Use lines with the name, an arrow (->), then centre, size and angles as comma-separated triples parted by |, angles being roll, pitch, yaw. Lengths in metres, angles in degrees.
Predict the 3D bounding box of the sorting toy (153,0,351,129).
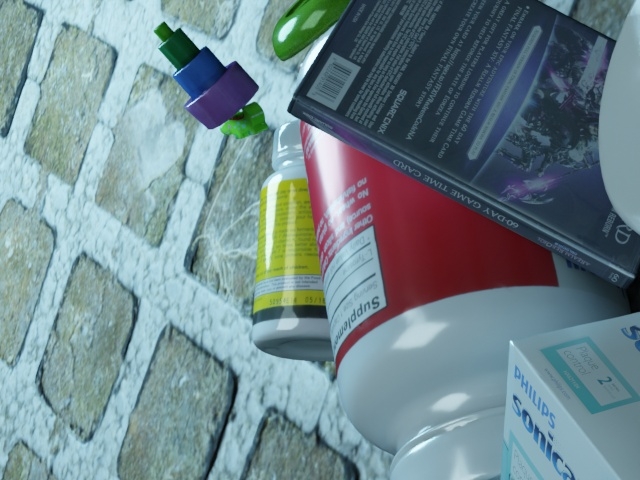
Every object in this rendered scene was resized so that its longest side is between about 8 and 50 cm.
sorting toy -> -0.008, -0.264, 1.640 | 0.365, 0.126, 0.127 | -41, 12, 3

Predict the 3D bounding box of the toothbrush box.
toothbrush box -> 0.212, 0.225, 1.155 | 0.216, 0.126, 0.296 | -124, 29, -50

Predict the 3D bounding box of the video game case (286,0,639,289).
video game case -> 0.137, -0.102, 1.331 | 0.196, 0.274, 0.026 | -60, -2, -34

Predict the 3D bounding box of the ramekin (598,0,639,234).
ramekin -> 0.303, -0.101, 1.201 | 0.277, 0.135, 0.277 | -51, 29, 44

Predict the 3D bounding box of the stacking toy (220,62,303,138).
stacking toy -> 0.023, -0.160, 1.658 | 0.221, 0.167, 0.052 | -14, 102, 54

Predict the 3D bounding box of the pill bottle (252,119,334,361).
pill bottle -> 0.000, 0.000, 1.675 | 0.119, 0.119, 0.209 | -18, 64, 52

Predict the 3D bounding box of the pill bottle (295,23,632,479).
pill bottle -> 0.115, 0.026, 1.398 | 0.229, 0.229, 0.408 | -40, 48, 42
